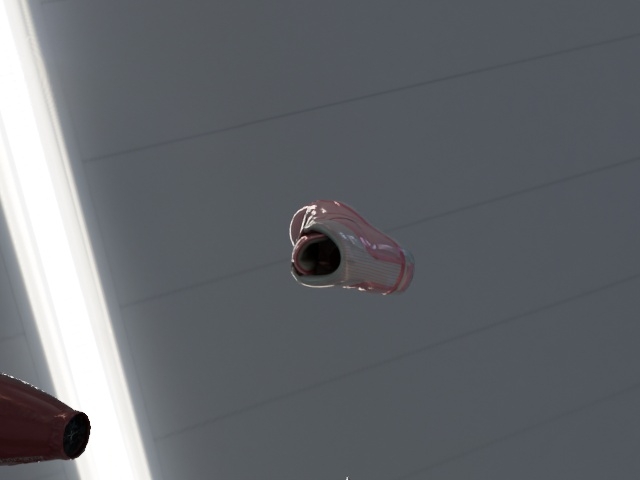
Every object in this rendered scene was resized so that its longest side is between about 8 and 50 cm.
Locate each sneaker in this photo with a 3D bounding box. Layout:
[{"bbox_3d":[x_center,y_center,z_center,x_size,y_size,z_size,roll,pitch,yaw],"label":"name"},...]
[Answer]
[{"bbox_3d":[0.000,0.000,0.582,0.070,0.134,0.051,7,-76,-35],"label":"sneaker"}]

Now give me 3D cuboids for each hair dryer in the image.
[{"bbox_3d":[-0.311,0.099,0.608,0.293,0.223,0.080,27,-121,-13],"label":"hair dryer"}]

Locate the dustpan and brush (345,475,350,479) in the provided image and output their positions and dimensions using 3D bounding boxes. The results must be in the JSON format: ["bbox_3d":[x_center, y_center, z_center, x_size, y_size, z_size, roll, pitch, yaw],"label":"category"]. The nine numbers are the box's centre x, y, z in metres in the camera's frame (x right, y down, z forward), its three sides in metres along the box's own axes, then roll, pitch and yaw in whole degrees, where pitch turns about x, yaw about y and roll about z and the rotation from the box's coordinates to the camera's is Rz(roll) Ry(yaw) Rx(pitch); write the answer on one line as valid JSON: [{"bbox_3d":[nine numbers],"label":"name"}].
[{"bbox_3d":[0.030,0.333,0.721,0.060,0.211,0.147,-15,-30,-20],"label":"dustpan and brush"}]
